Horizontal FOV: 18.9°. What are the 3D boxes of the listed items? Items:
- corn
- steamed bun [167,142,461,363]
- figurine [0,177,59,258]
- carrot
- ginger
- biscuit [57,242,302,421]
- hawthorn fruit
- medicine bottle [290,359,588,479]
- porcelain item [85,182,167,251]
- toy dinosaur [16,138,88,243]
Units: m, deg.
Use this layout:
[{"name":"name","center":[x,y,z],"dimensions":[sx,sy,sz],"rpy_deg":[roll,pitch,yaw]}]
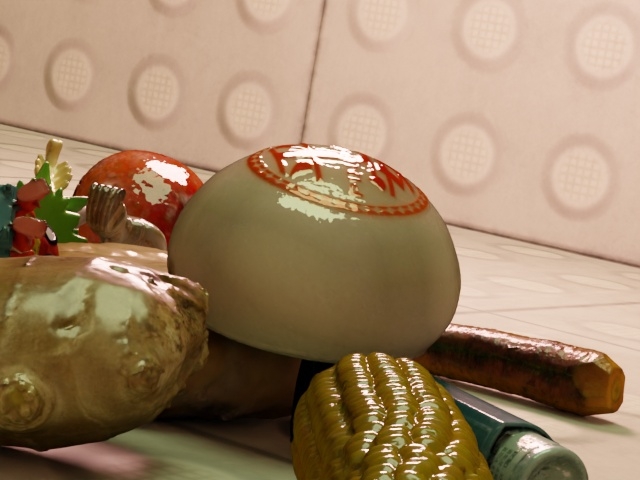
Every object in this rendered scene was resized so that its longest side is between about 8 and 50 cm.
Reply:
[{"name":"corn","center":[0.045,0.148,1.159],"dimensions":[0.120,0.120,0.363],"rpy_deg":[9,10,-6]},{"name":"steamed bun","center":[0.000,0.000,1.488],"dimensions":[0.232,0.145,0.232],"rpy_deg":[11,12,-2]},{"name":"figurine","center":[-0.236,0.003,1.448],"dimensions":[0.075,0.068,0.140],"rpy_deg":[1,-24,-5]},{"name":"carrot","center":[0.149,0.116,1.890],"dimensions":[0.314,0.066,0.066],"rpy_deg":[10,5,31]},{"name":"ginger","center":[-0.266,0.050,1.327],"dimensions":[0.375,0.166,0.236],"rpy_deg":[17,31,2]},{"name":"biscuit","center":[-0.161,0.063,1.660],"dimensions":[0.429,0.104,0.446],"rpy_deg":[10,6,7]},{"name":"hawthorn fruit","center":[-0.191,-0.016,2.073],"dimensions":[0.173,0.173,0.173],"rpy_deg":[10,6,-1]},{"name":"medicine bottle","center":[0.084,0.146,1.394],"dimensions":[0.124,0.079,0.258],"rpy_deg":[7,7,-31]},{"name":"porcelain item","center":[-0.183,0.012,1.899],"dimensions":[0.084,0.054,0.213],"rpy_deg":[11,-22,20]},{"name":"toy dinosaur","center":[-0.309,0.008,1.944],"dimensions":[0.194,0.152,0.177],"rpy_deg":[-34,19,-16]}]
